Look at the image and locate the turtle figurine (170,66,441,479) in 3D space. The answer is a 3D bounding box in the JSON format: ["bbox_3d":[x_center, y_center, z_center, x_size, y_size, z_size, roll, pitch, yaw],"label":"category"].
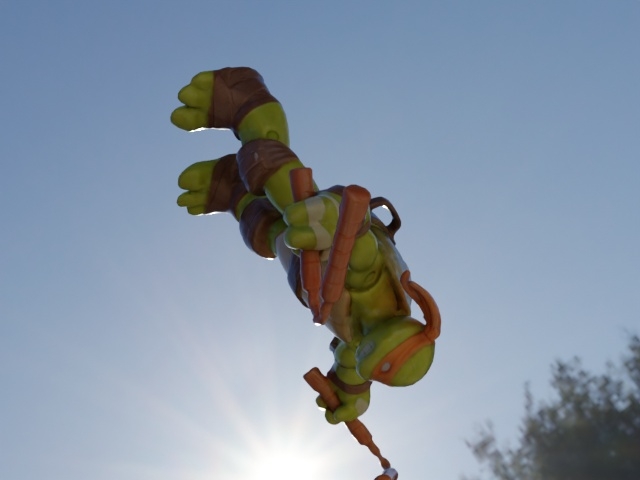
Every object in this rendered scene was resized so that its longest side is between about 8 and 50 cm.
[{"bbox_3d":[0.000,0.000,0.649,0.087,0.217,0.270,-31,-32,-12],"label":"turtle figurine"}]
